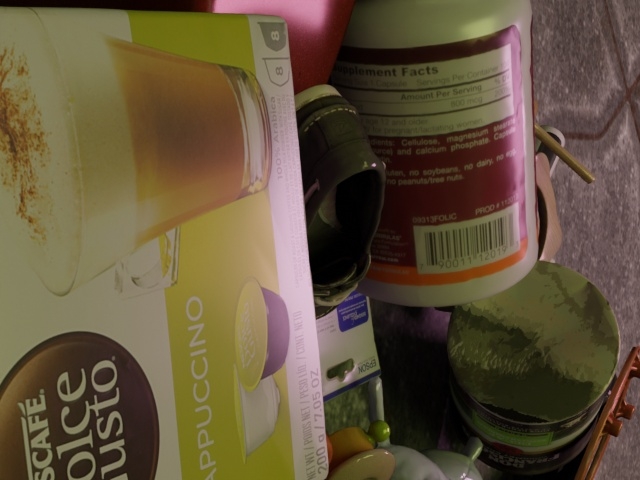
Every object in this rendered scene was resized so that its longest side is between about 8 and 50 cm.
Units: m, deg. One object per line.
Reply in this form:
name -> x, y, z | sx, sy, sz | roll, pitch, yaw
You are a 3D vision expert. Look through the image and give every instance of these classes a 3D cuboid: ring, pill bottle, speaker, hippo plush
ring -> 0.372, 0.302, 1.695 | 0.337, 0.032, 0.337 | -56, 158, -36
pill bottle -> 0.105, -0.151, 1.288 | 0.224, 0.224, 0.392 | -38, 129, -49
speaker -> 0.325, -0.110, 1.911 | 0.055, 0.055, 0.136 | 60, 44, -33
hippo plush -> 0.108, 0.342, 1.494 | 0.294, 0.234, 0.236 | 48, 11, 15

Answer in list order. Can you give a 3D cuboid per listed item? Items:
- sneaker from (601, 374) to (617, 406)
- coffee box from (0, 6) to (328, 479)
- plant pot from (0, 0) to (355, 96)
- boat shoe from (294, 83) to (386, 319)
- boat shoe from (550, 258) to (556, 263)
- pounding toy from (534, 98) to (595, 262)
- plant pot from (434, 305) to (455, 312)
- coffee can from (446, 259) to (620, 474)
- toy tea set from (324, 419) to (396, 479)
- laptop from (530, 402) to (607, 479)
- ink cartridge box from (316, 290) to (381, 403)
sneaker -> 0.389, 0.234, 1.935 | 0.296, 0.104, 0.147 | -45, 118, -52
coffee box -> -0.235, 0.036, 0.851 | 0.334, 0.338, 0.338 | -12, 98, -54
plant pot -> -0.130, -0.202, 1.112 | 0.267, 0.267, 0.236 | -20, 118, -54
boat shoe -> 0.000, 0.000, 1.181 | 0.112, 0.095, 0.335 | -25, 149, -19
boat shoe -> 0.305, 0.167, 1.799 | 0.109, 0.091, 0.305 | 118, -5, -65
pounding toy -> 0.272, -0.046, 1.722 | 0.154, 0.154, 0.270 | -40, 128, -33
plant pot -> 0.190, 0.037, 1.640 | 0.096, 0.109, 0.109 | -12, 69, -17
coffee can -> 0.259, 0.165, 1.584 | 0.275, 0.201, 0.202 | 74, 27, -66
toy tea set -> -0.104, 0.230, 1.107 | 0.336, 0.124, 0.200 | -39, 146, 2
laptop -> 0.363, 0.407, 1.859 | 0.136, 0.264, 0.234 | 39, 45, 1
ink cartridge box -> -0.019, 0.010, 1.403 | 0.165, 0.065, 0.333 | -16, 100, -55
